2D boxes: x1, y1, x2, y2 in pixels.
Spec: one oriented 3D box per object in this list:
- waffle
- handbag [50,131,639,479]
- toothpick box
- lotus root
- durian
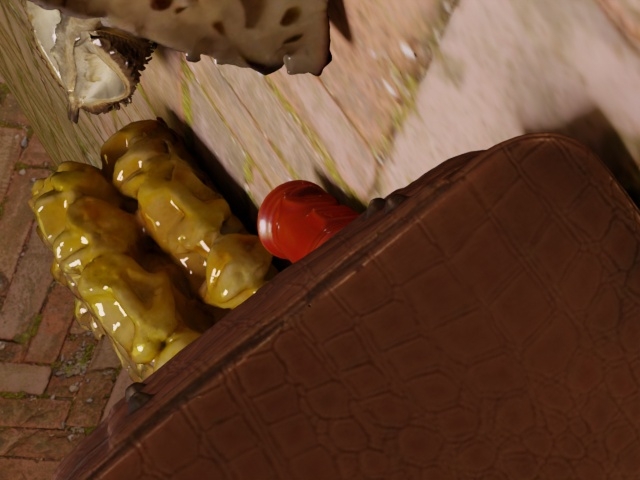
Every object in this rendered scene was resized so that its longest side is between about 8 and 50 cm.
[{"bbox_3d":[-0.106,0.054,1.033,0.324,0.151,0.261,44,158,39],"label":"waffle"},{"bbox_3d":[0.026,0.074,0.388,0.151,0.193,0.072,54,171,-6],"label":"handbag"},{"bbox_3d":[0.000,0.000,0.681,0.083,0.047,0.047,40,159,59],"label":"toothpick box"},{"bbox_3d":[-0.060,-0.139,0.482,0.159,0.095,0.135,2,-130,-53],"label":"lotus root"},{"bbox_3d":[-0.148,-0.133,0.893,0.110,0.071,0.140,48,151,19],"label":"durian"}]
